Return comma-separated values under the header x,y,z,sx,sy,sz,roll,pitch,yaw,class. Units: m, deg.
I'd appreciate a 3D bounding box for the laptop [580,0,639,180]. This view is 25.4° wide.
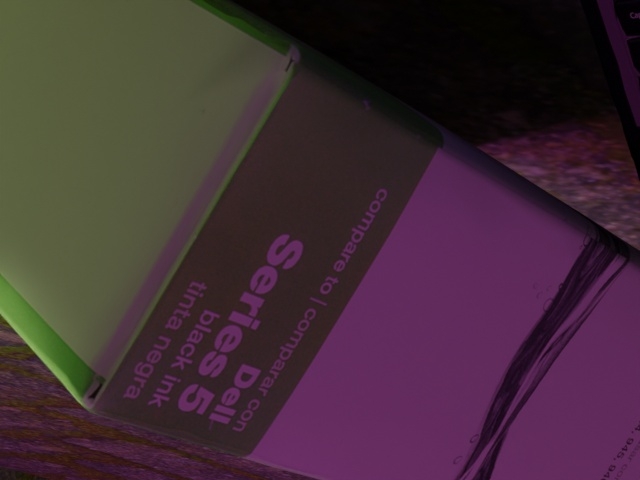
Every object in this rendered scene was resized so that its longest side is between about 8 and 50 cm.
x,y,z,sx,sy,sz,roll,pitch,yaw,class
0.141,-0.061,0.317,0.234,0.136,0.264,-3,126,35,laptop

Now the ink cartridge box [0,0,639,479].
x,y,z,sx,sy,sz,roll,pitch,yaw,class
0.000,0.000,0.516,0.273,0.114,0.198,26,-173,-44,ink cartridge box
